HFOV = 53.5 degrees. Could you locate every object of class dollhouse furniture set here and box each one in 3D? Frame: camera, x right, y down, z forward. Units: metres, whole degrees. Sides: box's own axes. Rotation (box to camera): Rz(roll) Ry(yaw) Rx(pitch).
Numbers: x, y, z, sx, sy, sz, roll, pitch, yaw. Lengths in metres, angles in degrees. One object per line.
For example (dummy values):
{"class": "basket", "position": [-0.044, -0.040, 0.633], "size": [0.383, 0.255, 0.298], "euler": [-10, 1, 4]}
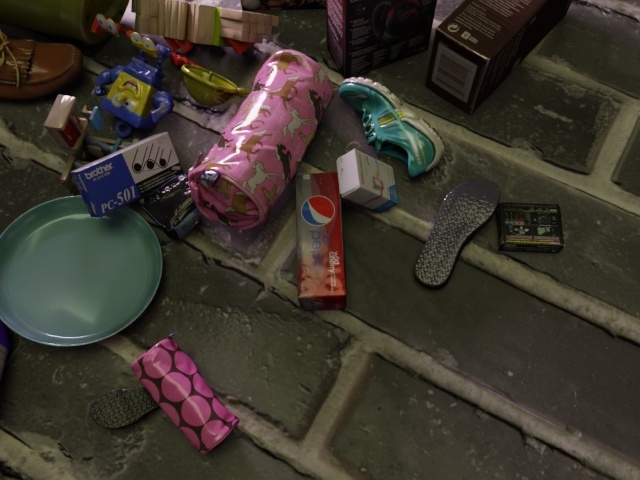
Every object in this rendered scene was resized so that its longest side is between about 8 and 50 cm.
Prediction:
{"class": "dollhouse furniture set", "position": [-0.453, -0.175, 1.272], "size": [0.129, 0.183, 0.128], "euler": [11, 67, 7]}

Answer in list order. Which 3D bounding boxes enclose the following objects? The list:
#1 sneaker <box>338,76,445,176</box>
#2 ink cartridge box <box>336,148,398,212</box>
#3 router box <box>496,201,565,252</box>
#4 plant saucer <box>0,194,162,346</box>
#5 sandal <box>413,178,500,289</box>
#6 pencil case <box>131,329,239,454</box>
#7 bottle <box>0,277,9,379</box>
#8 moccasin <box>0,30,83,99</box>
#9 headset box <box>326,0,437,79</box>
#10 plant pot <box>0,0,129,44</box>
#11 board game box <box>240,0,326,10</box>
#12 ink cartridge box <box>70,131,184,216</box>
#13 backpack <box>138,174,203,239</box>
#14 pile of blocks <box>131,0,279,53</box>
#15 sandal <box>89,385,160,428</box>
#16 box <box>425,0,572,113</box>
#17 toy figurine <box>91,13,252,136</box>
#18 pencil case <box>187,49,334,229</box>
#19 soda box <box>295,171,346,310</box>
{"class": "sneaker", "position": [0.134, -0.243, 1.335], "size": [0.110, 0.107, 0.275], "euler": [-45, 72, -6]}
{"class": "ink cartridge box", "position": [0.094, -0.117, 1.264], "size": [0.052, 0.122, 0.088], "euler": [-27, 59, 39]}
{"class": "router box", "position": [0.415, -0.025, 1.260], "size": [0.123, 0.038, 0.092], "euler": [3, 66, 3]}
{"class": "plant saucer", "position": [-0.466, 0.058, 1.221], "size": [0.318, 0.043, 0.317], "euler": [4, 61, -8]}
{"class": "sandal", "position": [0.265, -0.017, 1.261], "size": [0.097, 0.054, 0.254], "euler": [33, 80, 22]}
{"class": "pencil case", "position": [-0.231, 0.267, 1.110], "size": [0.095, 0.098, 0.209], "euler": [-41, 80, 13]}
{"class": "bottle", "position": [-0.626, 0.196, 1.144], "size": [0.092, 0.118, 0.282], "euler": [-15, 53, 15]}
{"class": "moccasin", "position": [-0.719, -0.401, 1.400], "size": [0.380, 0.147, 0.139], "euler": [5, 66, 4]}
{"class": "headset box", "position": [0.129, -0.504, 1.343], "size": [0.218, 0.293, 0.110], "euler": [-22, 67, -7]}
{"class": "plant pot", "position": [-0.624, -0.619, 1.413], "size": [0.353, 0.366, 0.366], "euler": [24, 68, -1]}
{"class": "board game box", "position": [-0.070, -0.607, 1.465], "size": [0.243, 0.165, 0.042], "euler": [-1, 66, 2]}
{"class": "ink cartridge box", "position": [-0.377, -0.132, 1.258], "size": [0.046, 0.097, 0.207], "euler": [3, 30, 45]}
{"class": "backpack", "position": [-0.283, -0.069, 1.274], "size": [0.114, 0.084, 0.105], "euler": [-42, 71, -12]}
{"class": "pile of blocks", "position": [-0.274, -0.486, 1.465], "size": [0.362, 0.149, 0.112], "euler": [16, 110, 18]}
{"class": "sandal", "position": [-0.321, 0.291, 1.145], "size": [0.179, 0.040, 0.067], "euler": [-17, 71, -22]}
{"class": "box", "position": [0.404, -0.476, 1.382], "size": [0.143, 0.191, 0.381], "euler": [38, 73, 16]}
{"class": "toy figurine", "position": [-0.360, -0.310, 1.385], "size": [0.363, 0.191, 0.217], "euler": [30, 99, 11]}
{"class": "pencil case", "position": [-0.111, -0.208, 1.266], "size": [0.160, 0.167, 0.386], "euler": [-9, 44, 44]}
{"class": "soda box", "position": [0.000, 0.000, 1.236], "size": [0.092, 0.083, 0.263], "euler": [-3, 66, 1]}
